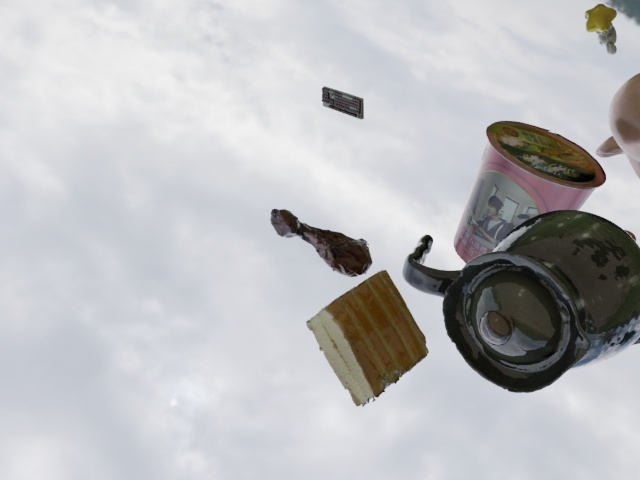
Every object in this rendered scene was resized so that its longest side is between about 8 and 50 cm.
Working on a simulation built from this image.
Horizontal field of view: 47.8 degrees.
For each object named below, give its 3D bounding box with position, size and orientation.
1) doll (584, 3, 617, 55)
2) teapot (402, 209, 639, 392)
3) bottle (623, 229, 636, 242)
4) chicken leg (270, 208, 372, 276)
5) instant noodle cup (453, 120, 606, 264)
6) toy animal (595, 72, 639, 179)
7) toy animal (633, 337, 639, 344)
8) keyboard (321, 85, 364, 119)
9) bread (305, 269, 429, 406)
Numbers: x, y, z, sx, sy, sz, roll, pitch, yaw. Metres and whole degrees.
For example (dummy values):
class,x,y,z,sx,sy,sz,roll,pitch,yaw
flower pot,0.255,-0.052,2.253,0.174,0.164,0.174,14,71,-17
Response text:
class,x,y,z,sx,sy,sz,roll,pitch,yaw
doll,0.678,-0.508,1.717,0.113,0.071,0.135,60,-147,-17
teapot,0.265,0.055,0.963,0.285,0.223,0.305,-16,-120,-50
bottle,0.763,0.055,1.850,0.069,0.069,0.187,30,-128,2
chicken leg,0.000,0.000,1.676,0.304,0.093,0.113,28,-152,-35
instant noodle cup,0.371,-0.065,1.366,0.244,0.255,0.244,14,-145,-10
toy animal,0.664,-0.204,1.370,0.326,0.237,0.269,35,-159,-28
toy animal,0.676,0.148,1.538,0.148,0.084,0.233,-40,-156,-16
keyboard,0.052,-0.335,1.762,0.017,0.055,0.166,-18,-150,-29
bread,0.115,0.227,1.661,0.239,0.111,0.246,-28,-94,-45
